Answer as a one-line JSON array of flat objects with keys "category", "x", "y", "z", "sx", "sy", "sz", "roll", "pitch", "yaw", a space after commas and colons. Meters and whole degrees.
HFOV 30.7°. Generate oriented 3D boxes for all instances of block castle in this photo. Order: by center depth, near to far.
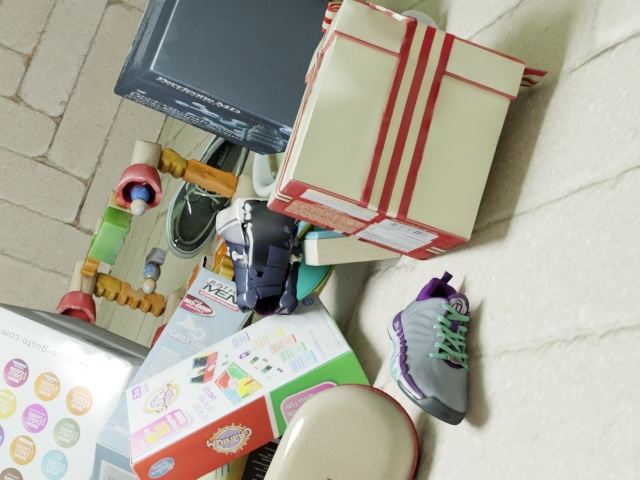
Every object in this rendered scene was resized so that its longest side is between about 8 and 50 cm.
[{"category": "block castle", "x": -0.321, "y": 0.046, "z": 2.329, "sx": 0.453, "sy": 0.303, "sz": 0.213, "roll": -56, "pitch": 21, "yaw": 36}]

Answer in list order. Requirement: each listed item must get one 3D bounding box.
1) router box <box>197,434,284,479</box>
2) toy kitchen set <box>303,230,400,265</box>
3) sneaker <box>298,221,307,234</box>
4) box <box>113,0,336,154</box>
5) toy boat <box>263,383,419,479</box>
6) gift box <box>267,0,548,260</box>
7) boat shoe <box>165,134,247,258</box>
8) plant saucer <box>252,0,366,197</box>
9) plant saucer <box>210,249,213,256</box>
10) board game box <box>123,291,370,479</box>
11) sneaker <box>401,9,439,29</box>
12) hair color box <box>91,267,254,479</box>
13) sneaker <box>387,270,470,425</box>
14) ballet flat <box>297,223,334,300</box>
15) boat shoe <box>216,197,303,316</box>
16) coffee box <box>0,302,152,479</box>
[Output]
[{"category": "router box", "x": -0.130, "y": 0.361, "z": 1.733, "sx": 0.309, "sy": 0.081, "sz": 0.243, "roll": -32, "pitch": 39, "yaw": 63}, {"category": "toy kitchen set", "x": 0.013, "y": -0.053, "z": 1.644, "sx": 0.207, "sy": 0.122, "sz": 0.166, "roll": 180, "pitch": 85, "yaw": -71}, {"category": "sneaker", "x": -0.070, "y": -0.009, "z": 2.046, "sx": 0.162, "sy": 0.063, "sz": 0.073, "roll": 152, "pitch": 134, "yaw": -65}, {"category": "box", "x": -0.133, "y": -0.289, "z": 1.852, "sx": 0.212, "sy": 0.293, "sz": 0.395, "roll": -70, "pitch": 17, "yaw": -5}, {"category": "toy boat", "x": 0.024, "y": 0.274, "z": 1.333, "sx": 0.231, "sy": 0.151, "sz": 0.151, "roll": -65, "pitch": -12, "yaw": 7}, {"category": "gift box", "x": 0.099, "y": -0.137, "z": 1.384, "sx": 0.276, "sy": 0.255, "sz": 0.258, "roll": 156, "pitch": 132, "yaw": -74}, {"category": "boat shoe", "x": -0.261, "y": -0.122, "z": 2.656, "sx": 0.335, "sy": 0.121, "sz": 0.119, "roll": -70, "pitch": 13, "yaw": -15}, {"category": "plant saucer", "x": 0.008, "y": -0.247, "z": 2.038, "sx": 0.400, "sy": 0.100, "sz": 0.400, "roll": -56, "pitch": 21, "yaw": 35}, {"category": "plant saucer", "x": -0.228, "y": 0.037, "z": 2.545, "sx": 0.083, "sy": 0.015, "sz": 0.083, "roll": -56, "pitch": 20, "yaw": 34}, {"category": "board game box", "x": -0.110, "y": 0.203, "z": 1.584, "sx": 0.316, "sy": 0.064, "sz": 0.242, "roll": -27, "pitch": 19, "yaw": -2}, {"category": "sneaker", "x": 0.087, "y": -0.188, "z": 1.744, "sx": 0.169, "sy": 0.108, "sz": 0.292, "roll": -44, "pitch": 20, "yaw": 58}, {"category": "hair color box", "x": -0.238, "y": 0.248, "z": 1.920, "sx": 0.185, "sy": 0.113, "sz": 0.374, "roll": 109, "pitch": -173, "yaw": -51}, {"category": "sneaker", "x": 0.128, "y": 0.109, "z": 1.272, "sx": 0.098, "sy": 0.083, "sz": 0.224, "roll": -57, "pitch": 19, "yaw": 17}, {"category": "ballet flat", "x": 0.000, "y": 0.000, "z": 1.829, "sx": 0.231, "sy": 0.077, "sz": 0.077, "roll": -61, "pitch": -3, "yaw": 11}, {"category": "boat shoe", "x": -0.092, "y": 0.033, "z": 1.706, "sx": 0.340, "sy": 0.127, "sz": 0.158, "roll": 127, "pitch": 144, "yaw": -84}, {"category": "coffee box", "x": -0.466, "y": 0.332, "z": 2.134, "sx": 0.334, "sy": 0.337, "sz": 0.338, "roll": -69, "pitch": -19, "yaw": -2}]
